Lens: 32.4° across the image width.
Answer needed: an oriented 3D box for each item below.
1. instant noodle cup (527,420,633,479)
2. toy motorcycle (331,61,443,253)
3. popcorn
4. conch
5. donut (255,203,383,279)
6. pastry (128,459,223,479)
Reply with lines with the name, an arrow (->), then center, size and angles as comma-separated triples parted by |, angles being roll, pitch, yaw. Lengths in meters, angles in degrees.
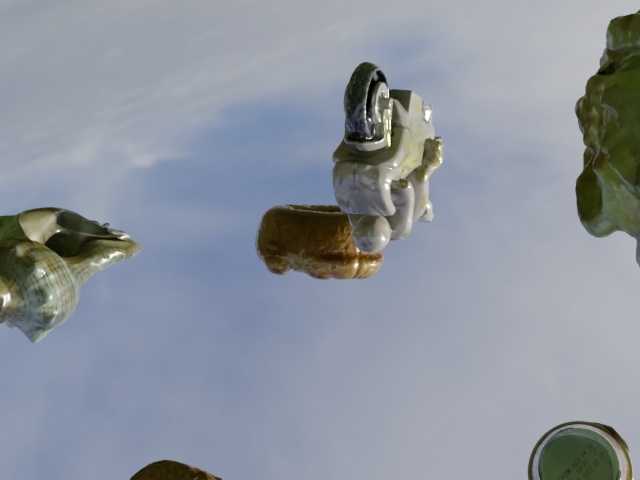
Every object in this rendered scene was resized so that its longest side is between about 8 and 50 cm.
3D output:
instant noodle cup -> 0.384, 0.339, 1.625 | 0.168, 0.168, 0.185 | -18, 163, 9
toy motorcycle -> 0.090, -0.089, 1.428 | 0.108, 0.222, 0.341 | 6, 176, 21
popcorn -> 0.393, -0.106, 1.146 | 0.274, 0.279, 0.335 | -22, 163, -19
conch -> -0.439, 0.046, 1.692 | 0.170, 0.203, 0.386 | -27, 180, 22
donut -> -0.001, 0.000, 1.861 | 0.227, 0.113, 0.226 | 2, -173, 0
pastry -> -0.240, 0.456, 1.827 | 0.189, 0.188, 0.103 | -22, 170, -4
